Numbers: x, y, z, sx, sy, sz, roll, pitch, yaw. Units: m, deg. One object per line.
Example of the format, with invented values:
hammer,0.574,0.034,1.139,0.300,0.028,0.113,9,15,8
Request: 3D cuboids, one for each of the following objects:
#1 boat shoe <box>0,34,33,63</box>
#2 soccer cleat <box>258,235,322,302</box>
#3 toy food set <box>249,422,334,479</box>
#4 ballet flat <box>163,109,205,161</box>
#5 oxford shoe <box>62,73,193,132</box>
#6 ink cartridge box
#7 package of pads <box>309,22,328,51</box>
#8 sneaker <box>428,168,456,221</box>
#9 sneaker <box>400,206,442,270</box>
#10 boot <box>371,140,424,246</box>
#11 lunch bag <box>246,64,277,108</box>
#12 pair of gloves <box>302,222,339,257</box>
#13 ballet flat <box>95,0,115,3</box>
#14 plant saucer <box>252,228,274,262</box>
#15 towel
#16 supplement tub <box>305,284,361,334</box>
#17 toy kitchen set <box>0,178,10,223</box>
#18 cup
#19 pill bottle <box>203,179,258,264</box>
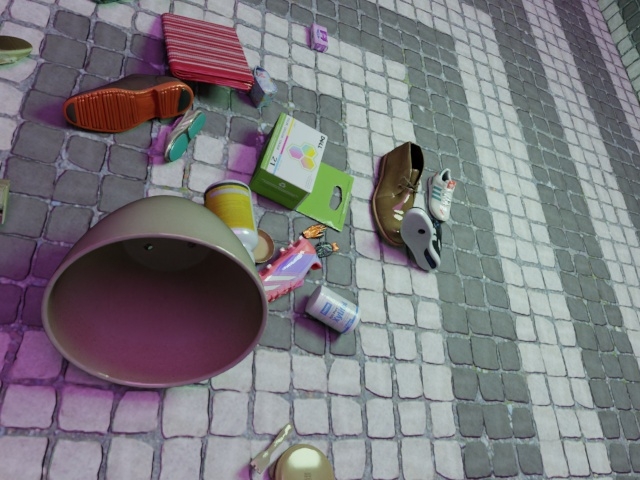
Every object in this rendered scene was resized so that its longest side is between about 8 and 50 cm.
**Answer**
boat shoe,-0.658,-0.372,0.995,0.056,0.048,0.153,41,45,10
soccer cleat,-0.090,0.088,1.049,0.095,0.083,0.248,53,52,-10
toy food set,-0.034,0.448,0.922,0.192,0.038,0.132,46,45,6
ballet flat,-0.317,-0.236,1.113,0.052,0.057,0.168,16,50,12
oxford shoe,-0.421,-0.305,1.074,0.271,0.097,0.098,-19,51,-35
ink cartridge box,-0.022,-0.164,1.203,0.255,0.097,0.188,25,56,-15
package of pads,-0.004,-0.607,1.483,0.050,0.032,0.083,7,62,-25
sneaker,0.349,-0.133,1.406,0.057,0.075,0.161,15,59,-22
sneaker,0.259,-0.034,1.261,0.217,0.079,0.121,63,33,-43
boot,0.212,-0.132,1.307,0.112,0.115,0.305,20,60,-24
lunch bag,-0.156,-0.391,1.263,0.053,0.071,0.083,-22,79,-31
pair of gloves,0.000,0.000,1.184,0.074,0.010,0.083,-21,79,-34
ballet flat,-0.471,-0.627,1.211,0.070,0.070,0.188,46,55,-1
plant saucer,-0.143,0.013,1.094,0.083,0.015,0.083,13,60,-23
towel,-0.281,-0.466,1.216,0.199,0.031,0.275,3,47,-27
supplement tub,0.029,0.152,1.083,0.107,0.071,0.071,31,54,-12
toy kitchen set,-0.588,-0.070,0.861,0.075,0.083,0.068,7,104,-26
cup,-0.267,0.054,0.849,0.331,0.331,0.237,13,33,-23
pill bottle,-0.184,-0.027,1.028,0.103,0.103,0.184,4,58,-28
